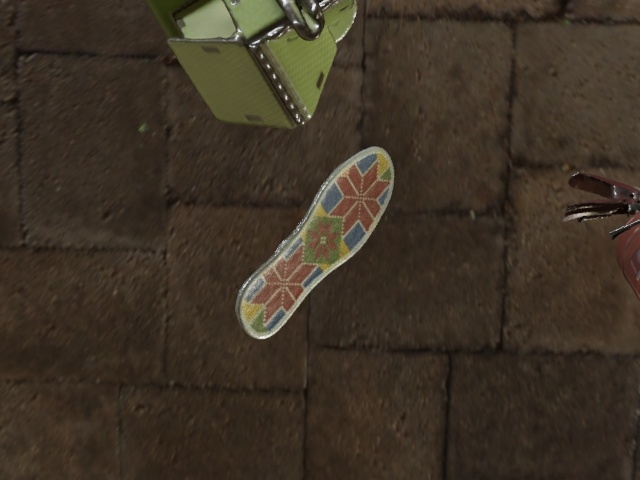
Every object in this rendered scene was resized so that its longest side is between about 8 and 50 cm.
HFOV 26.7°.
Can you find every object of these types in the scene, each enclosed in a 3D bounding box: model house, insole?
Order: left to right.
[{"bbox_3d":[-0.035,-0.199,1.343,0.205,0.278,0.218,-33,128,0],"label":"model house"},{"bbox_3d":[0.000,0.000,1.046,0.193,0.006,0.065,-49,124,-26],"label":"insole"}]

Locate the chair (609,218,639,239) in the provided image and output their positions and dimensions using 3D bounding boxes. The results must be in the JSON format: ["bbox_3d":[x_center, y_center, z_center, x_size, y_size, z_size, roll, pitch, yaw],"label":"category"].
[{"bbox_3d":[0.289,-0.035,1.189,0.086,0.037,0.042,-24,87,21],"label":"chair"}]

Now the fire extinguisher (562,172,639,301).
[{"bbox_3d":[0.331,0.042,1.261,0.147,0.337,0.106,4,126,-19],"label":"fire extinguisher"}]
